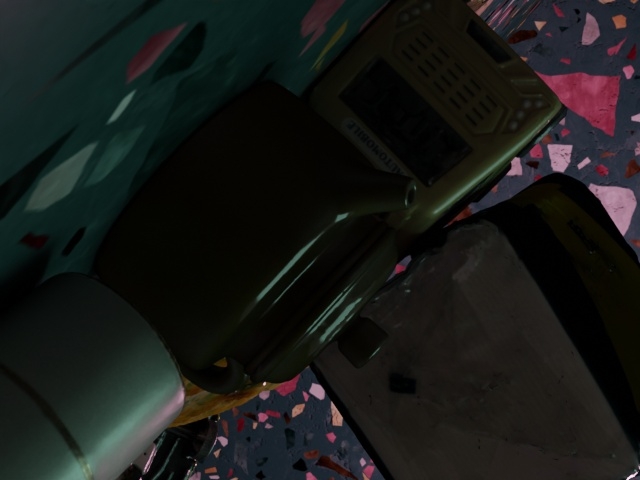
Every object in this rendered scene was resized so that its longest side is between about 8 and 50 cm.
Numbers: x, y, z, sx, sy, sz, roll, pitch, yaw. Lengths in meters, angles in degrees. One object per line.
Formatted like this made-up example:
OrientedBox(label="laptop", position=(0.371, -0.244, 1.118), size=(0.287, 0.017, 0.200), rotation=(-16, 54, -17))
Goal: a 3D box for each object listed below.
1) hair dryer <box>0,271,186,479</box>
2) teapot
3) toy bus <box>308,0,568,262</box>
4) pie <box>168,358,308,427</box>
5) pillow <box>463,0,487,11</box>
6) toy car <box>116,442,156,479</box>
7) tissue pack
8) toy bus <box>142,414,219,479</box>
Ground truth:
OrientedBox(label="hair dryer", position=(-0.221, 0.155, 0.564), size=(0.173, 0.107, 0.357), rotation=(-42, -179, -39))
OrientedBox(label="teapot", position=(-0.034, 0.024, 0.636), size=(0.268, 0.175, 0.185), rotation=(-49, 175, 40))
OrientedBox(label="toy bus", position=(0.085, -0.092, 0.913), size=(0.202, 0.177, 0.365), rotation=(-43, 174, -7))
OrientedBox(label="pie", position=(-0.099, 0.124, 1.035), size=(0.337, 0.075, 0.337), rotation=(-25, 156, -12))
OrientedBox(label="pillow", position=(0.226, -0.332, 1.056), size=(0.217, 0.033, 0.130), rotation=(-47, 179, -9))
OrientedBox(label="toy car", position=(-0.271, 0.253, 1.169), size=(0.112, 0.112, 0.139), rotation=(-30, -161, 40))
OrientedBox(label="tissue pack", position=(0.202, 0.106, 0.979), size=(0.253, 0.264, 0.416), rotation=(-37, 172, 26))
OrientedBox(label="toy bus", position=(-0.278, 0.344, 1.326), size=(0.330, 0.144, 0.152), rotation=(-63, -159, -2))
